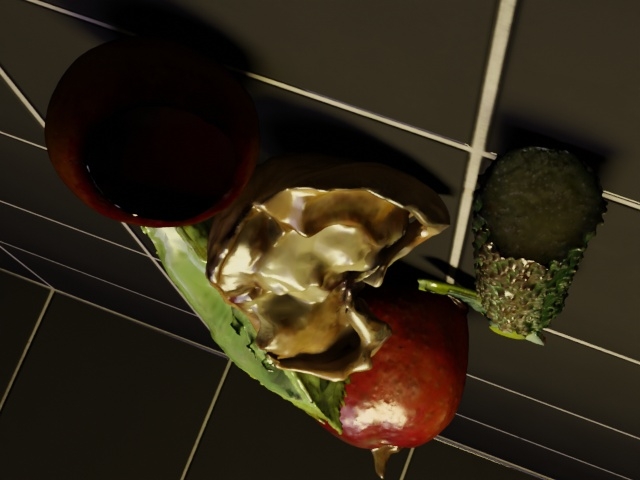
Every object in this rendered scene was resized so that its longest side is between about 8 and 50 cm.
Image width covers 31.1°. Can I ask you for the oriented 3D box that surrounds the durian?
[{"bbox_3d":[-0.106,0.038,1.197,0.163,0.198,0.394,-25,114,22],"label":"durian"}]

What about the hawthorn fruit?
[{"bbox_3d":[0.073,0.153,1.358,0.215,0.250,0.215,-4,172,0],"label":"hawthorn fruit"}]

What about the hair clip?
[{"bbox_3d":[0.177,0.072,1.284,0.188,0.033,0.060,28,168,-36],"label":"hair clip"}]

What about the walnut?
[{"bbox_3d":[-0.012,0.002,1.039,0.204,0.141,0.238,8,129,-22],"label":"walnut"}]

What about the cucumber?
[{"bbox_3d":[0.170,0.016,0.963,0.096,0.096,0.359,19,169,10],"label":"cucumber"}]

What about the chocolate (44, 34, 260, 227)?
[{"bbox_3d":[-0.133,-0.091,0.909,0.176,0.177,0.177,21,167,5],"label":"chocolate"}]
